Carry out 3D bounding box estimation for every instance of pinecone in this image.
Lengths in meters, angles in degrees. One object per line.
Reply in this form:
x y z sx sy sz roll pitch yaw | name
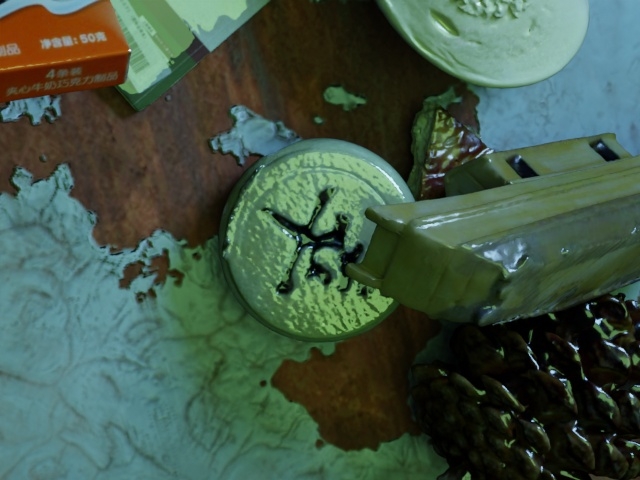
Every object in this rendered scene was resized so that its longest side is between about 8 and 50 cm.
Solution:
0.218 0.151 1.242 0.272 0.224 0.224 -34 106 -22 | pinecone

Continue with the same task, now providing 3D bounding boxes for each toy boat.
0.212 -0.030 1.191 0.445 0.162 0.136 -15 139 -38 | toy boat

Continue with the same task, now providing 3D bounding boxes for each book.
-0.119 -0.281 1.175 0.289 0.026 0.201 -41 107 -8 | book

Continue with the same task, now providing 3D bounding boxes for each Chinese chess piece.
0.000 0.000 1.200 0.188 0.083 0.188 0 94 -1 | Chinese chess piece

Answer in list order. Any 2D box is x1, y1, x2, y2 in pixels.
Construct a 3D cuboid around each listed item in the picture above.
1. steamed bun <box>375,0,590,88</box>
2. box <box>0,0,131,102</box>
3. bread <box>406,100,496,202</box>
0.127 -0.250 1.171 0.154 0.200 0.250 -33 106 15 | steamed bun
-0.316 -0.216 1.020 0.273 0.048 0.265 -13 62 -22 | box
0.147 -0.055 1.275 0.136 0.054 0.154 3 103 -18 | bread
